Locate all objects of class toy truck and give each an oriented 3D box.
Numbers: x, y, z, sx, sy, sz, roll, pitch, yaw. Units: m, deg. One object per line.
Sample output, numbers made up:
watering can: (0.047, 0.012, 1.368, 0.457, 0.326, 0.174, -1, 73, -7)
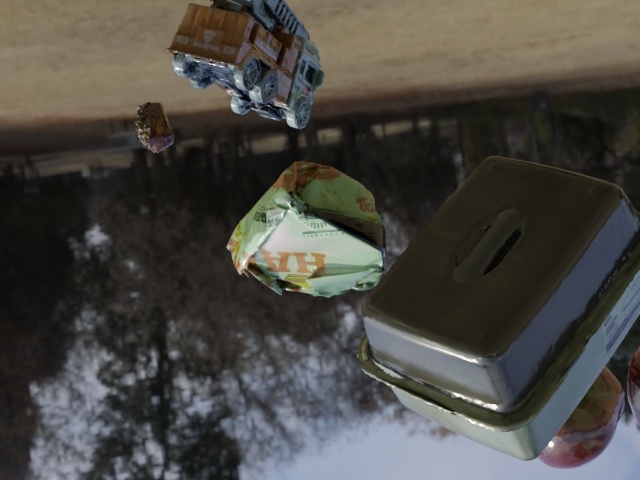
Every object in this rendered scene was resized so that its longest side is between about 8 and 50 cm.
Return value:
toy truck: (-0.092, -0.298, 1.729, 0.133, 0.184, 0.338, 17, 177, 23)

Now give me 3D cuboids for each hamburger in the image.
hamburger: (0.003, 0.002, 1.503, 0.235, 0.125, 0.214, 13, 146, -22)

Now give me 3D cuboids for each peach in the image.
peach: (0.310, 0.223, 1.407, 0.152, 0.152, 0.152, -9, -175, 1)

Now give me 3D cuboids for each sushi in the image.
sushi: (-0.252, -0.170, 1.643, 0.055, 0.052, 0.120, -23, -137, -1)

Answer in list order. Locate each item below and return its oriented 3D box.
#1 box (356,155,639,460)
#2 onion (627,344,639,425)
box: (0.189, 0.060, 1.102, 0.221, 0.166, 0.290, 19, -122, 42)
onion: (0.662, 0.267, 1.876, 0.273, 0.273, 0.285, -7, -163, 19)
